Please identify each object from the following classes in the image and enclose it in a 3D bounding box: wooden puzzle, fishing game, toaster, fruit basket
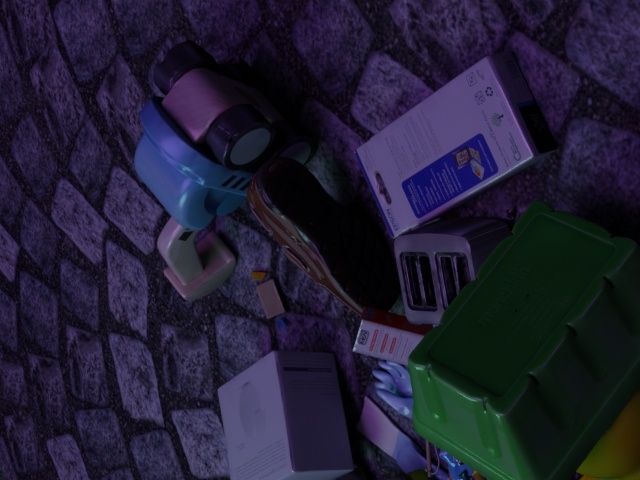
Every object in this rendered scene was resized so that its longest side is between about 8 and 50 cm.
[{"bbox_3d":[-0.094,0.110,2.277,0.078,0.014,0.116,-14,93,54],"label":"wooden puzzle"},{"bbox_3d":[0.247,0.361,1.847,0.264,0.041,0.189,30,134,42],"label":"fishing game"},{"bbox_3d":[0.214,0.047,1.826,0.168,0.110,0.186,1,104,48],"label":"toaster"},{"bbox_3d":[0.332,0.184,1.622,0.283,0.392,0.392,28,124,40],"label":"fruit basket"}]

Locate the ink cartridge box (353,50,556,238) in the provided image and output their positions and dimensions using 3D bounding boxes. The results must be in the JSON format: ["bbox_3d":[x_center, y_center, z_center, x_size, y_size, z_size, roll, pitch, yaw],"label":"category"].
[{"bbox_3d":[0.195,-0.138,1.815,0.332,0.065,0.165,-30,81,48],"label":"ink cartridge box"}]

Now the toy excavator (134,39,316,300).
[{"bbox_3d":[-0.217,-0.091,2.152,0.445,0.433,0.222,-48,65,16],"label":"toy excavator"}]

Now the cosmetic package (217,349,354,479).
[{"bbox_3d":[-0.067,0.344,2.191,0.224,0.138,0.225,-37,54,49],"label":"cosmetic package"}]

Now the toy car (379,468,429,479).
[{"bbox_3d":[0.124,0.505,2.013,0.149,0.155,0.188,113,140,-57],"label":"toy car"}]

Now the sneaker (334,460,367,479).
[{"bbox_3d":[0.062,0.458,2.178,0.234,0.078,0.106,19,120,46],"label":"sneaker"}]

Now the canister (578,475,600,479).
[{"bbox_3d":[0.429,0.417,1.717,0.126,0.073,0.170,-46,58,2],"label":"canister"}]

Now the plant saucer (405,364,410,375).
[{"bbox_3d":[0.216,0.263,1.951,0.192,0.018,0.067,37,166,33],"label":"plant saucer"}]

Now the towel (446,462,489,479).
[{"bbox_3d":[0.281,0.485,1.939,0.237,0.037,0.329,43,139,30],"label":"towel"}]

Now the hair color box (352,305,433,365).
[{"bbox_3d":[0.129,0.162,1.956,0.141,0.043,0.072,15,123,-1],"label":"hair color box"}]

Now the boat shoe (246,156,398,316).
[{"bbox_3d":[0.000,0.000,2.011,0.324,0.122,0.120,51,150,-7],"label":"boat shoe"}]

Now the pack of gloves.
[{"bbox_3d":[0.147,0.330,2.059,0.232,0.046,0.195,39,130,33],"label":"pack of gloves"}]
